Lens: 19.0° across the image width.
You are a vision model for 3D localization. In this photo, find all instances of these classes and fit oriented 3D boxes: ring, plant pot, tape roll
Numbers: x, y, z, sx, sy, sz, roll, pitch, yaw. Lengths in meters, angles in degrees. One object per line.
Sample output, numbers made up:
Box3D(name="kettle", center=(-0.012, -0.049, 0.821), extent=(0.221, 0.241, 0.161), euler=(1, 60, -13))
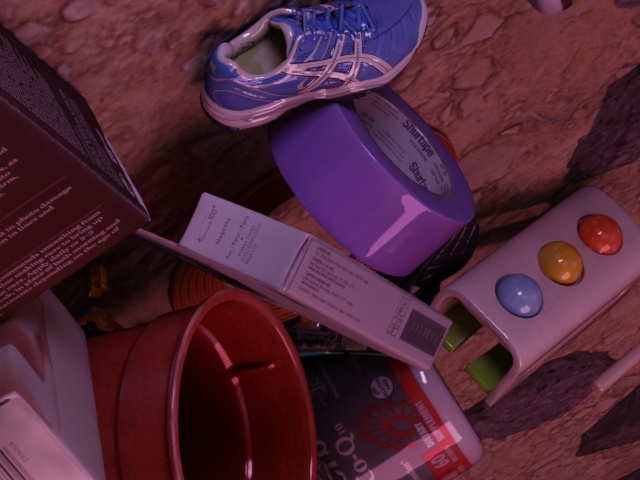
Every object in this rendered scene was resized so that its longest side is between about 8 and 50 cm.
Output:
Box3D(name="ring", center=(0.000, 0.000, 1.970), extent=(0.336, 0.032, 0.336), euler=(-25, 154, -13))
Box3D(name="plant pot", center=(-0.181, 0.194, 1.781), extent=(0.265, 0.272, 0.272), euler=(-8, 165, 25))
Box3D(name="tape roll", center=(0.047, -0.065, 1.711), extent=(0.080, 0.189, 0.189), euler=(-41, 154, 22))

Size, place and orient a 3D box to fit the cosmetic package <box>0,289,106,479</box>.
Box3D(name="cosmetic package", center=(-0.279, 0.136, 1.574), extent=(0.153, 0.296, 0.129), euler=(-34, 114, 3))

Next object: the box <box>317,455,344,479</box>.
Box3D(name="box", center=(-0.141, 0.272, 2.050), extent=(0.242, 0.076, 0.307), euler=(-38, 114, 15))

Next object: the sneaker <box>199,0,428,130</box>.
Box3D(name="sneaker", center=(-0.002, -0.161, 1.606), extent=(0.211, 0.080, 0.081), euler=(-26, 156, -13))

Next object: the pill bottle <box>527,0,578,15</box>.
Box3D(name="pill bottle", center=(0.250, -0.291, 1.607), extent=(0.215, 0.117, 0.117), euler=(-33, 156, 1))

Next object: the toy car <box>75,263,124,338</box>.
Box3D(name="toy car", center=(-0.205, 0.062, 1.834), extent=(0.060, 0.040, 0.122), euler=(7, 143, -21))

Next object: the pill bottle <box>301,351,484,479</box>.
Box3D(name="pill bottle", center=(-0.011, 0.258, 2.224), extent=(0.363, 0.210, 0.210), euler=(-33, 156, 2))

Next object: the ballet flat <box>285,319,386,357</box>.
Box3D(name="ballet flat", center=(0.025, 0.100, 2.126), extent=(0.188, 0.070, 0.070), euler=(-1, 162, 18))

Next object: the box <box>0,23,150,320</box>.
Box3D(name="box", center=(-0.295, -0.071, 1.371), extent=(0.191, 0.143, 0.381), euler=(-33, 157, 5))

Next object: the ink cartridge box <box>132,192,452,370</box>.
Box3D(name="ink cartridge box", center=(-0.041, 0.024, 1.750), extent=(0.275, 0.239, 0.060), euler=(31, 83, -54))

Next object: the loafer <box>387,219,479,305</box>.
Box3D(name="loafer", center=(0.117, 0.020, 2.105), extent=(0.062, 0.061, 0.170), euler=(-3, 144, -36))

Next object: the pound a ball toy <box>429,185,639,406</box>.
Box3D(name="pound a ball toy", center=(0.294, 0.069, 2.161), extent=(0.319, 0.208, 0.136), euler=(-33, 162, -38))
